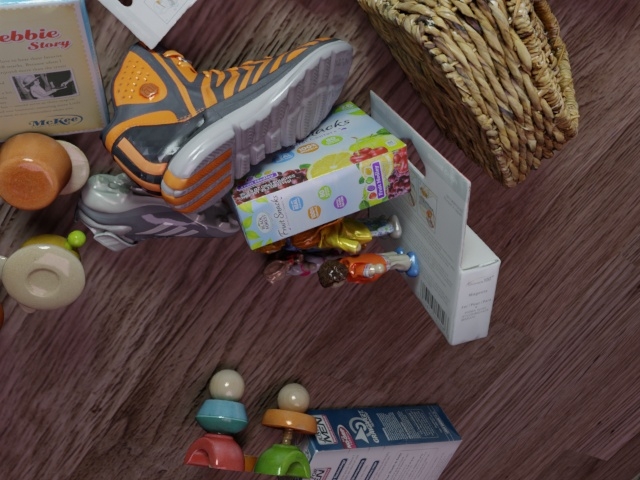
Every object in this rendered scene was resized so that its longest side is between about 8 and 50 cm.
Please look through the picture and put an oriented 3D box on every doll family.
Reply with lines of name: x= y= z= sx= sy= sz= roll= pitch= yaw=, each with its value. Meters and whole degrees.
doll family: x=0.000 y=0.000 z=0.791 sx=0.163 sy=0.263 sz=0.118 roll=-6 pitch=91 yaw=-30

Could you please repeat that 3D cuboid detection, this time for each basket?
basket: x=0.229 y=-0.240 z=0.694 sx=0.223 sy=0.213 sz=0.299 roll=-39 pitch=129 yaw=7

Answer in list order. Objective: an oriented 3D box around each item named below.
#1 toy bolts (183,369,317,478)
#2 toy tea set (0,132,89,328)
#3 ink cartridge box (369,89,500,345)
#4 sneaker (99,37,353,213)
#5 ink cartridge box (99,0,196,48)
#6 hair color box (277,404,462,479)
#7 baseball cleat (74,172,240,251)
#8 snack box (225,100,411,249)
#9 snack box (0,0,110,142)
toy bolts: x=-0.140 y=0.320 z=1.008 sx=0.218 sy=0.159 sz=0.228 roll=-10 pitch=152 yaw=35
toy tea set: x=-0.390 y=0.014 z=0.661 sx=0.336 sy=0.124 sz=0.200 roll=-34 pitch=122 yaw=3
ink cartridge box: x=0.139 y=-0.042 z=0.751 sx=0.060 sy=0.275 sz=0.239 roll=-12 pitch=127 yaw=-14
sneaker: x=-0.109 y=-0.179 z=0.651 sx=0.321 sy=0.180 sz=0.125 roll=-42 pitch=160 yaw=-36
ink cartridge box: x=-0.163 y=-0.309 z=0.570 sx=0.179 sy=0.045 sz=0.145 roll=-40 pitch=114 yaw=18
hair color box: x=0.099 y=0.438 z=1.179 sx=0.347 sy=0.105 sz=0.174 roll=7 pitch=119 yaw=-28
baseball cleat: x=-0.213 y=-0.027 z=0.754 sx=0.205 sy=0.072 sz=0.109 roll=17 pitch=128 yaw=-27
snack box: x=-0.019 y=-0.089 z=0.715 sx=0.207 sy=0.174 sz=0.070 roll=-19 pitch=125 yaw=-9
snack box: x=-0.377 y=-0.160 z=0.531 sx=0.321 sy=0.060 sz=0.187 roll=-11 pitch=157 yaw=-17
